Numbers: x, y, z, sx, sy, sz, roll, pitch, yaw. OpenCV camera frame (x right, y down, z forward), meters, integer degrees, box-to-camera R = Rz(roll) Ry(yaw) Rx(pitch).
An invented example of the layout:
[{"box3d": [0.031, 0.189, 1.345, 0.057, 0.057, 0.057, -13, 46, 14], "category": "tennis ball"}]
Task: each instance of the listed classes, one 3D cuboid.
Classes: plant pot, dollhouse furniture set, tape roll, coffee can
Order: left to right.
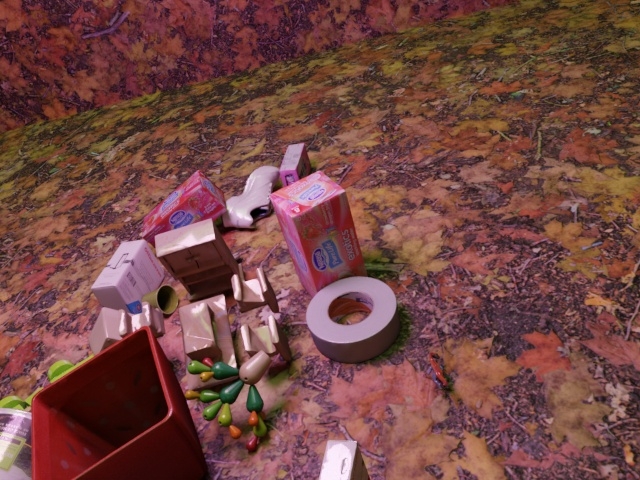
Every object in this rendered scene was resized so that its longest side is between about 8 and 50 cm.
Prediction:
[{"box3d": [-0.649, 0.504, 1.104, 0.201, 0.202, 0.275, -8, 36, 12], "category": "coffee can"}, {"box3d": [-0.519, 0.251, 1.429, 0.108, 0.109, 0.096, 20, 20, -28], "category": "plant pot"}, {"box3d": [-0.372, 0.384, 1.107, 0.267, 0.236, 0.267, -32, 38, -7], "category": "plant pot"}, {"box3d": [-0.459, 0.171, 1.587, 0.079, 0.083, 0.083, -12, 34, 30], "category": "plant pot"}, {"box3d": [-0.283, 0.189, 1.425, 0.361, 0.257, 0.395, -17, 57, 1], "category": "dollhouse furniture set"}, {"box3d": [0.079, 0.185, 1.345, 0.219, 0.072, 0.219, -11, 35, 8], "category": "tape roll"}]

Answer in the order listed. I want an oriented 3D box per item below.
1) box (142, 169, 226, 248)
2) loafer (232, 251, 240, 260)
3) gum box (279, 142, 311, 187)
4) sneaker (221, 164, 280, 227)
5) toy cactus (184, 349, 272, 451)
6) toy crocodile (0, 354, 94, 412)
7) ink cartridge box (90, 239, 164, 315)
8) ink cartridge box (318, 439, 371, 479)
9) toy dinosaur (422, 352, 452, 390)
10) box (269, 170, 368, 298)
[{"box3d": [-0.435, -0.083, 1.795, 0.256, 0.122, 0.128, -38, 33, 11], "category": "box"}, {"box3d": [-0.289, 0.079, 1.671, 0.125, 0.039, 0.045, -31, 5, -23], "category": "loafer"}, {"box3d": [-0.085, -0.242, 1.950, 0.062, 0.107, 0.188, -6, 37, 15], "category": "gum box"}, {"box3d": [-0.206, -0.137, 1.885, 0.129, 0.111, 0.297, 17, 54, 22], "category": "sneaker"}, {"box3d": [-0.172, 0.313, 1.189, 0.219, 0.112, 0.180, 42, 75, 12], "category": "toy cactus"}, {"box3d": [-0.654, 0.393, 1.353, 0.115, 0.105, 0.340, 19, 44, 40], "category": "toy crocodile"}, {"box3d": [-0.548, 0.118, 1.622, 0.085, 0.148, 0.203, -7, 36, 16], "category": "ink cartridge box"}, {"box3d": [0.043, 0.428, 0.980, 0.056, 0.135, 0.099, -3, 37, 19], "category": "ink cartridge box"}, {"box3d": [0.249, 0.269, 1.173, 0.047, 0.090, 0.082, -8, 66, -13], "category": "toy dinosaur"}, {"box3d": [0.000, 0.000, 1.427, 0.154, 0.300, 0.142, -26, 36, -14], "category": "box"}]
